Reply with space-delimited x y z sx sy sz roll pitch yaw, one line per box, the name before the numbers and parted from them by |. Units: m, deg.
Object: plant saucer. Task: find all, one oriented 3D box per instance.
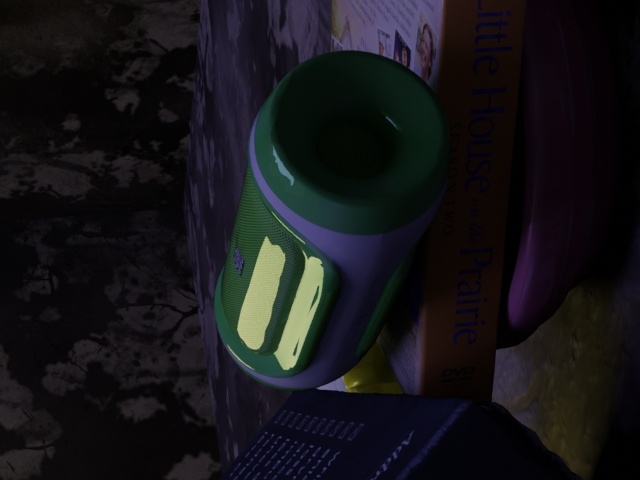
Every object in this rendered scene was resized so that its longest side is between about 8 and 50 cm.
plant saucer | 0.138 -0.085 1.071 0.332 0.084 0.332 176 90 -79

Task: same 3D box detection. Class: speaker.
speaker | 0.000 0.000 0.955 0.296 0.131 0.131 109 154 -62

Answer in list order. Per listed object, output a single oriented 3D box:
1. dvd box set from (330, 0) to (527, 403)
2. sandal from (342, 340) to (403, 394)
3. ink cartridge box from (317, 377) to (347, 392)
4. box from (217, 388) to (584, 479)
dvd box set | 0.067 -0.128 1.039 0.307 0.062 0.420 -116 24 -60
sandal | 0.084 0.246 1.407 0.138 0.126 0.317 96 173 -55
ink cartridge box | 0.037 0.207 1.766 0.224 0.045 0.223 -177 82 -77
box | -0.020 0.358 0.908 0.297 0.480 0.472 43 169 -3
